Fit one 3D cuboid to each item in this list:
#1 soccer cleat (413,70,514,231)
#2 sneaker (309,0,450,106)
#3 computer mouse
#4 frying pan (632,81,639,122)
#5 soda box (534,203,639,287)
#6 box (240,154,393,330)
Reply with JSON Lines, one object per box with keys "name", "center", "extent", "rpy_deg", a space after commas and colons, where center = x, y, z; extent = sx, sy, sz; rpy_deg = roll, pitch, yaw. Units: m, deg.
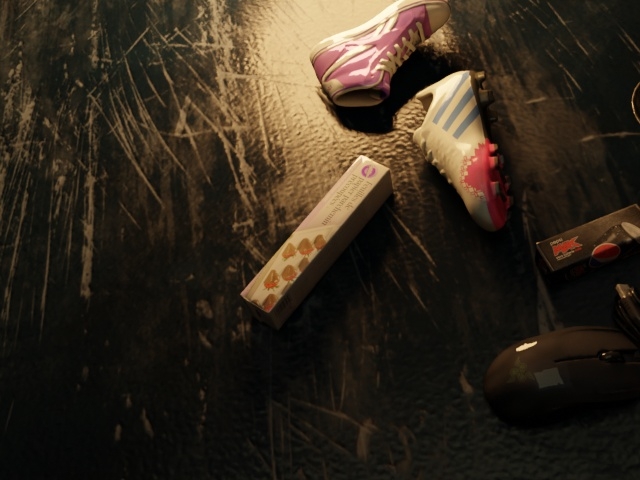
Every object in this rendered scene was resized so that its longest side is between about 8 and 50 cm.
{"name": "soccer cleat", "center": [0.230, -0.141, 1.303], "extent": [0.143, 0.116, 0.331], "rpy_deg": [-16, 51, 21]}
{"name": "sneaker", "center": [0.134, -0.339, 1.459], "extent": [0.282, 0.102, 0.161], "rpy_deg": [-27, 58, 6]}
{"name": "computer mouse", "center": [0.357, 0.166, 1.078], "extent": [0.272, 0.072, 0.188], "rpy_deg": [-17, 56, 1]}
{"name": "frying pan", "center": [0.602, -0.267, 1.330], "extent": [0.197, 0.053, 0.326], "rpy_deg": [-17, 53, 0]}
{"name": "soda box", "center": [0.414, 0.008, 1.183], "extent": [0.169, 0.053, 0.060], "rpy_deg": [-22, 55, -2]}
{"name": "box", "center": [0.000, 0.000, 1.272], "extent": [0.063, 0.067, 0.324], "rpy_deg": [29, 68, 27]}
